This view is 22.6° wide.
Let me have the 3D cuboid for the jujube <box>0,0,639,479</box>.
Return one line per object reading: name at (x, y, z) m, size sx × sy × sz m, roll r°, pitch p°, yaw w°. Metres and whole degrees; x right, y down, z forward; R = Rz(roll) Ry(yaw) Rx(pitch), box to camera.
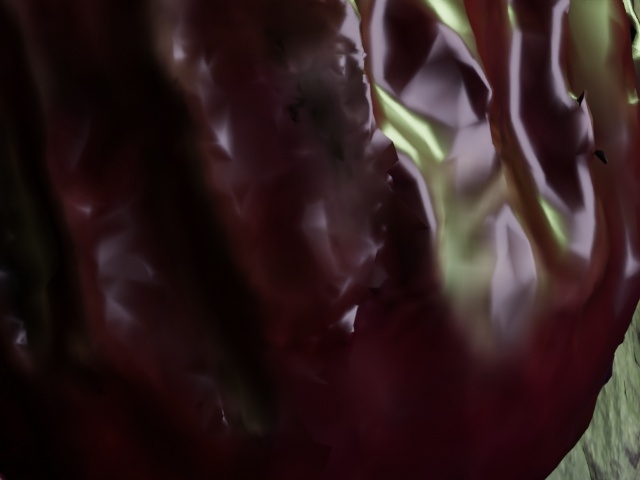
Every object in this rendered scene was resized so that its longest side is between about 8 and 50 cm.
jujube at (-0.043, -0.102, 0.429) m, size 0.258 × 0.258 × 0.376 m, roll 0°, pitch 81°, yaw -64°
